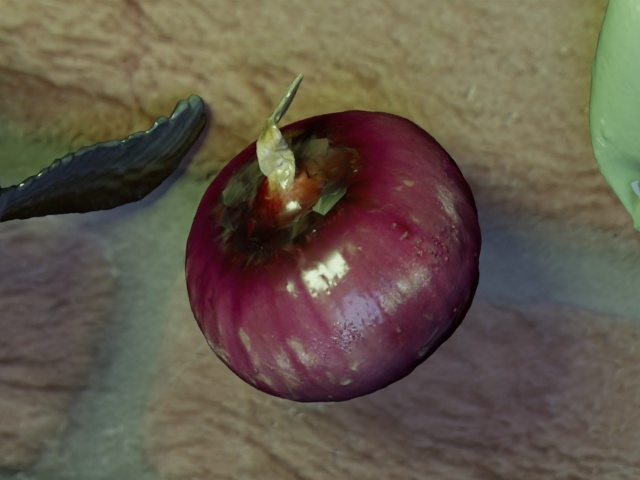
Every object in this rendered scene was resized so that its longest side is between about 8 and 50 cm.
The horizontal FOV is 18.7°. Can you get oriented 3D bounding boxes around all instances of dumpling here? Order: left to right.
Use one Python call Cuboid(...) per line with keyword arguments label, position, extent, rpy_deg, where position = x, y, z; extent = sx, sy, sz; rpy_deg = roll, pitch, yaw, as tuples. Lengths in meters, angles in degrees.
Cuboid(label="dumpling", position=(0.233, -0.103, 1.118), extent=(0.149, 0.105, 0.216), rpy_deg=(2, 119, -13))

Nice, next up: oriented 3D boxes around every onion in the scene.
Cuboid(label="onion", position=(0.005, 0.007, 1.098), extent=(0.177, 0.177, 0.153), rpy_deg=(-47, 147, 16))

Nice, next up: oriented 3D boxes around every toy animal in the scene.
Cuboid(label="toy animal", position=(-0.221, -0.016, 1.067), extent=(0.272, 0.160, 0.197), rpy_deg=(22, 116, -15))
